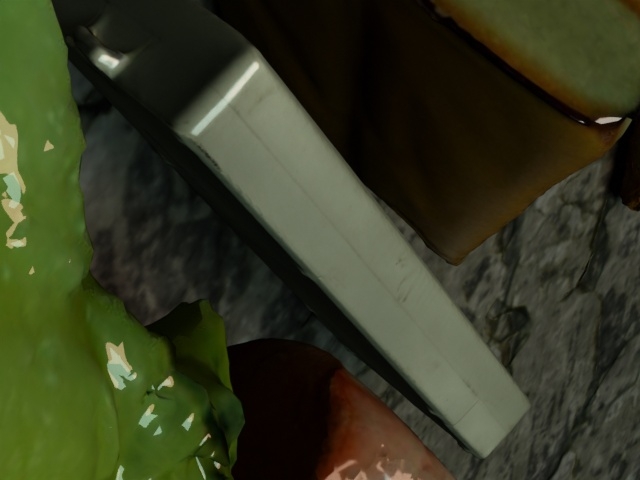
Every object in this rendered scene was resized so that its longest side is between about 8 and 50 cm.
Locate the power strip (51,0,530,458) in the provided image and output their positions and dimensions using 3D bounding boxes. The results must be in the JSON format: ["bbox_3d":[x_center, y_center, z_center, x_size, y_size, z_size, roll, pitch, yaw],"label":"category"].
[{"bbox_3d":[0.000,0.000,0.715,0.043,0.106,0.367,-48,146,-5],"label":"power strip"}]

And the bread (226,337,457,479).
[{"bbox_3d":[0.010,0.205,0.709,0.114,0.328,0.295,-37,-179,-25],"label":"bread"}]

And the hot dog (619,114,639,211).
[{"bbox_3d":[0.200,-0.053,0.990,0.058,0.035,0.083,-28,137,-42],"label":"hot dog"}]

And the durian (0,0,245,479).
[{"bbox_3d":[-0.184,-0.003,0.421,0.339,0.204,0.256,-14,113,-35],"label":"durian"}]

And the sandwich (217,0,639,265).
[{"bbox_3d":[0.034,-0.127,0.665,0.155,0.227,0.198,-46,180,-20],"label":"sandwich"}]
